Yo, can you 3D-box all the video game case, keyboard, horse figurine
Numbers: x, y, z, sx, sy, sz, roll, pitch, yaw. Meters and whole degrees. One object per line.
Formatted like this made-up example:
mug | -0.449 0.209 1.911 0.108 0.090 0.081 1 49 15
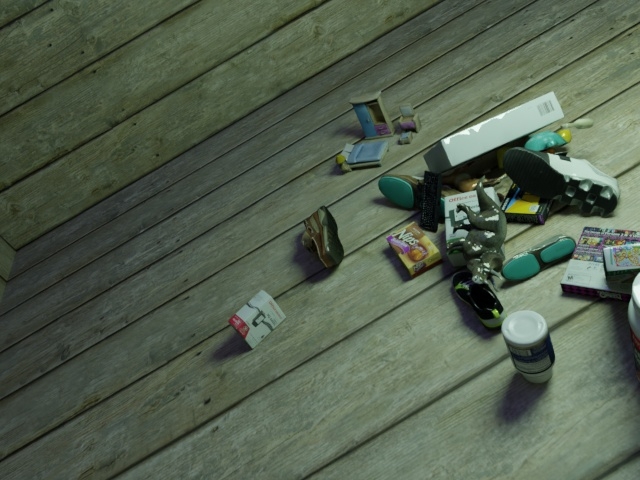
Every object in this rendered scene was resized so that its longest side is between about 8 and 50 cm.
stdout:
video game case | 0.744 0.058 1.330 0.232 0.041 0.210 8 50 41
keyboard | 0.339 -0.126 1.735 0.038 0.191 0.100 -10 19 -36
horse figurine | 0.506 -0.198 1.801 0.175 0.066 0.263 -22 32 -1

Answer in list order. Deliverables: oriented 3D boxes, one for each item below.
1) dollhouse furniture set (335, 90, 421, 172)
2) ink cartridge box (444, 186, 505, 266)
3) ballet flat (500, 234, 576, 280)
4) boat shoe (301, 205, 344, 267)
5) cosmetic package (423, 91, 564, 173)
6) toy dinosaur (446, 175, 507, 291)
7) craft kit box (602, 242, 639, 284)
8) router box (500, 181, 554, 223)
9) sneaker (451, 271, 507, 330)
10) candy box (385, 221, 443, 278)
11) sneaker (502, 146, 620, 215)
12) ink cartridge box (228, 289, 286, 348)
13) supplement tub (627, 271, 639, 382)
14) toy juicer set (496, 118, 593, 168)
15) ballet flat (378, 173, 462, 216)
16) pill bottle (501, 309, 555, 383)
dollhouse furniture set | 0.212 -0.439 2.194 0.287 0.198 0.303 -2 44 35
ink cartridge box | 0.450 -0.040 1.584 0.153 0.087 0.208 -12 54 25
ballet flat | 0.582 0.047 1.456 0.213 0.072 0.068 -25 8 5
boat shoe | 0.000 0.000 1.887 0.120 0.122 0.324 -28 27 12
cosmetic package | 0.550 -0.337 1.768 0.378 0.097 0.284 -24 2 0
toy dinosaur | 0.435 -0.015 1.459 0.161 0.121 0.313 12 72 20
craft kit box | 0.731 0.042 1.127 0.247 0.250 0.060 -12 74 26
router box | 0.636 -0.128 1.636 0.133 0.046 0.178 7 49 40
sneaker | 0.418 0.135 1.421 0.084 0.097 0.234 -30 35 0
candy box | 0.291 0.027 1.687 0.109 0.053 0.186 -29 36 2
sneaker | 0.695 -0.190 1.562 0.331 0.122 0.146 29 45 17
ink cartridge box | -0.199 0.249 1.712 0.150 0.109 0.063 -42 36 -17
supplement tub | 0.693 0.180 1.015 0.191 0.272 0.191 -20 36 15
toy juicer set | 0.720 -0.295 1.670 0.210 0.089 0.329 -15 -2 -21
ballet flat | 0.353 -0.167 1.848 0.124 0.116 0.342 -26 30 -30
pill bottle | 0.465 0.241 1.194 0.094 0.169 0.094 -19 37 15
